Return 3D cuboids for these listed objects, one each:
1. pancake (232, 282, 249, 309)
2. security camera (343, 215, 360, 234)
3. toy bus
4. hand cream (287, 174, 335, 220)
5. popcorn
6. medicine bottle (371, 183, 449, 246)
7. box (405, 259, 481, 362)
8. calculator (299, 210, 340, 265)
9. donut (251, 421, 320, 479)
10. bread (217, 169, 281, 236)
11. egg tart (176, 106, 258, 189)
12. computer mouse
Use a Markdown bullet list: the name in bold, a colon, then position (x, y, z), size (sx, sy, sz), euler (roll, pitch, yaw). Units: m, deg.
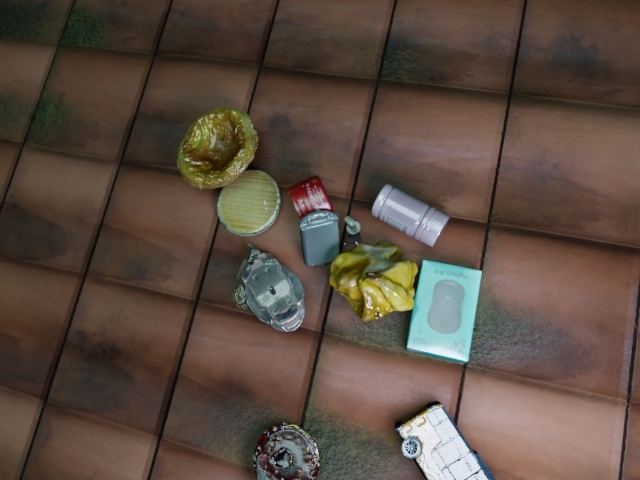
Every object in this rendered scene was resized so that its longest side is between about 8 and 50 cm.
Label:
- **pancake**: position (-0.276, 0.203, 1.750), size (0.114, 0.011, 0.115), euler (-2, 77, 10)
- **security camera**: position (0.114, -0.059, 1.698), size (0.058, 0.092, 0.058), euler (-2, 75, 10)
- **toy bus**: position (0.386, 0.680, 1.453), size (0.194, 0.162, 0.324), euler (-33, 72, -1)
- **hand cream**: position (-0.028, -0.129, 1.688), size (0.125, 0.193, 0.193), euler (-25, 75, 1)
- **popcorn**: position (0.174, 0.138, 1.573), size (0.296, 0.281, 0.316), euler (1, 38, 15)
- **medicine bottle**: position (0.315, -0.090, 1.648), size (0.249, 0.133, 0.133), euler (29, 84, 16)
- **box**: position (0.410, 0.235, 1.568), size (0.204, 0.118, 0.312), euler (11, 80, 14)
- **calculator**: position (0.000, 0.000, 1.647), size (0.141, 0.246, 0.045), euler (-14, 42, -9)
- **donut**: position (-0.110, 0.726, 1.566), size (0.234, 0.089, 0.235), euler (-2, 78, 9)
- **bread**: position (-0.274, -0.144, 1.812), size (0.266, 0.040, 0.267), euler (-2, 78, 10)
- **egg tart**: position (-0.387, -0.344, 1.810), size (0.351, 0.150, 0.353), euler (-6, 69, 17)
- **computer mouse**: position (-0.186, 0.171, 1.694), size (0.199, 0.115, 0.389), euler (-28, 62, -14)
